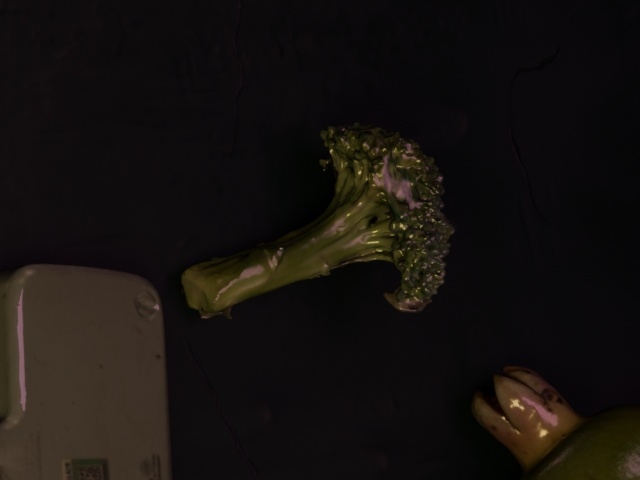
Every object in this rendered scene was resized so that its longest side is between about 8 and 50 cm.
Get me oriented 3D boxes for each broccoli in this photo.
[{"bbox_3d":[-0.002,-0.001,1.319,0.204,0.118,0.122,-28,121,-29],"label":"broccoli"}]

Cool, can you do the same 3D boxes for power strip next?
[{"bbox_3d":[-0.172,0.144,1.150,0.193,0.059,0.265,8,75,-45],"label":"power strip"}]

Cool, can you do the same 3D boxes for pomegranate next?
[{"bbox_3d":[0.197,0.191,1.412,0.210,0.179,0.179,28,61,-13],"label":"pomegranate"}]
